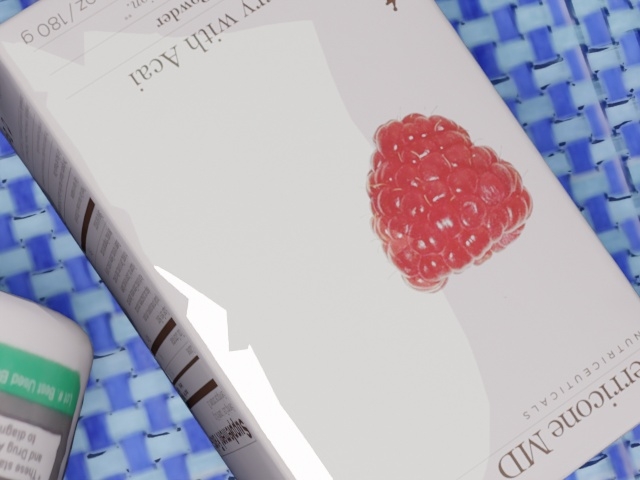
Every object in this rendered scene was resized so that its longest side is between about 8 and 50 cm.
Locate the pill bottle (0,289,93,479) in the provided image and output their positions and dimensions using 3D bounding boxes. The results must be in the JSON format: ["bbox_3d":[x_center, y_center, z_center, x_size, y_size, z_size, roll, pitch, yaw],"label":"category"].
[{"bbox_3d":[-0.236,0.185,0.789,0.204,0.204,0.361,15,79,-5],"label":"pill bottle"}]

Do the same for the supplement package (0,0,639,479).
[{"bbox_3d":[0.000,0.000,0.865,0.177,0.175,0.293,-34,87,-12],"label":"supplement package"}]
